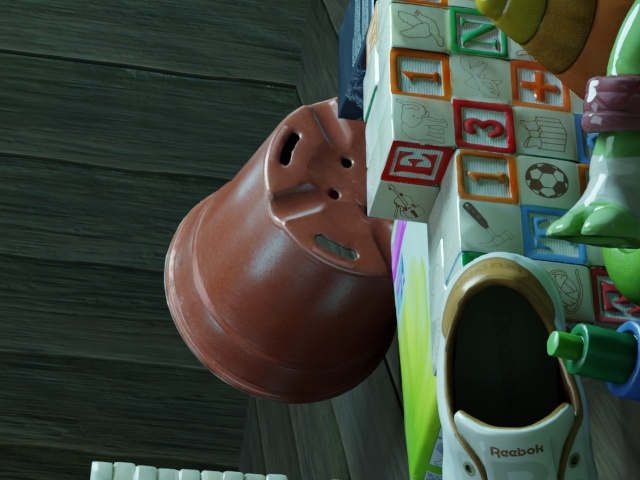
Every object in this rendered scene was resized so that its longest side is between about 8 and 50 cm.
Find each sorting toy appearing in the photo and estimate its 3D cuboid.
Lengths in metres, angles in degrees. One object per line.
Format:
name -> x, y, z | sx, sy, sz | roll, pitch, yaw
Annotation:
sorting toy -> 0.161, -0.050, 1.002 | 0.127, 0.126, 0.365 | 120, 157, -45

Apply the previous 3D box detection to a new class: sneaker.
sneaker -> 0.110, 0.152, 0.958 | 0.123, 0.106, 0.290 | 5, -106, -81

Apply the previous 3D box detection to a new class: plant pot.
plant pot -> 0.000, 0.000, 1.747 | 0.265, 0.272, 0.272 | 127, 149, -59

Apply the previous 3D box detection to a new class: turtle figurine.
turtle figurine -> 0.172, -0.135, 0.793 | 0.274, 0.198, 0.266 | 131, 141, -82

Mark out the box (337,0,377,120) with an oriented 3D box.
box -> 0.104, -0.170, 1.430 | 0.158, 0.156, 0.093 | 113, 160, -65

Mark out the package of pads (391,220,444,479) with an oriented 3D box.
package of pads -> 0.126, 0.021, 1.324 | 0.296, 0.101, 0.229 | -93, 11, -46

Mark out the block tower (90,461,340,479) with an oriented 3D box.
block tower -> -0.015, 0.243, 1.293 | 0.091, 0.336, 0.097 | 105, 168, -49

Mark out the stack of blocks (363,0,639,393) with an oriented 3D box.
stack of blocks -> 0.123, -0.049, 1.151 | 0.087, 0.171, 0.297 | 107, 166, -53
